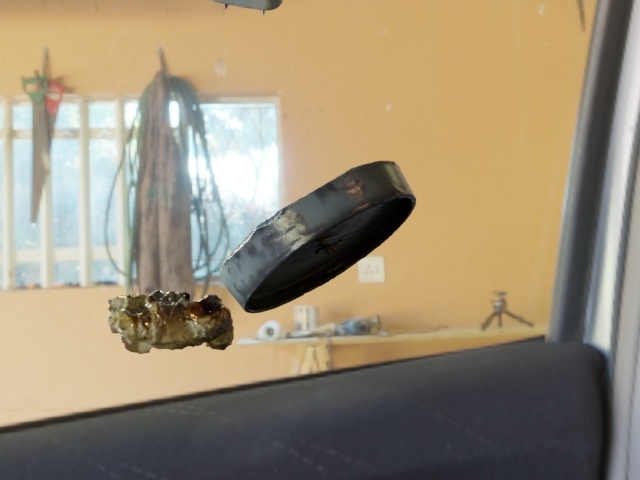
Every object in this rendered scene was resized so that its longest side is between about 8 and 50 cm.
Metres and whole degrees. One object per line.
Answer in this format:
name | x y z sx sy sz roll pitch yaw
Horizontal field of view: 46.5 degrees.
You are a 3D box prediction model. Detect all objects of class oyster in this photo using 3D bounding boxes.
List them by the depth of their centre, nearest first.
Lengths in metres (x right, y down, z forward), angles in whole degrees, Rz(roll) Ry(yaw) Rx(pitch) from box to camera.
oyster | -0.257 0.135 1.316 0.232 0.107 0.161 16 28 -26

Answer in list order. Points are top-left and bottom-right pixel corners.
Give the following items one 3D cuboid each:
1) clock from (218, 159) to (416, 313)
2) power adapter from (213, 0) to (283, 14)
clock | 0.000 0.000 1.134 0.325 0.067 0.325 -31 -14 -8
power adapter | -0.111 -0.420 1.125 0.130 0.125 0.205 9 -25 -4
